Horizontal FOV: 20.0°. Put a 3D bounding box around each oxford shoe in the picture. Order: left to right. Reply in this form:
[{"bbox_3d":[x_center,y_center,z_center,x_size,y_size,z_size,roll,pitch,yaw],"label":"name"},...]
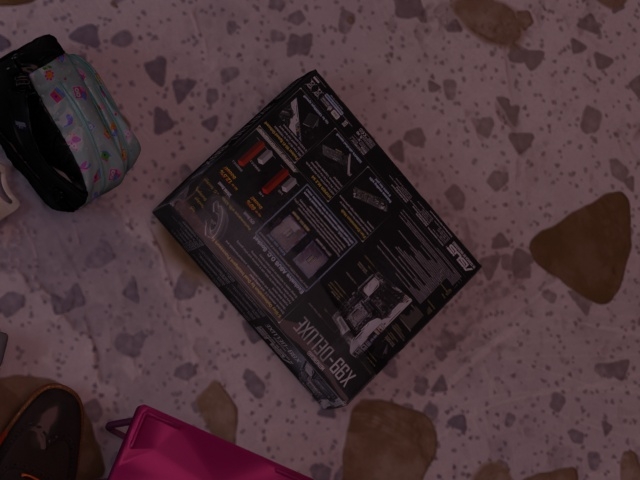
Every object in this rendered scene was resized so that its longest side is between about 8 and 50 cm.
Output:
[{"bbox_3d":[-0.304,0.277,1.889,0.097,0.098,0.271,22,75,-18],"label":"oxford shoe"}]

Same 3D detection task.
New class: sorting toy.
[{"bbox_3d":[-0.363,-0.048,1.948,0.075,0.045,0.083,-21,90,-31],"label":"sorting toy"}]

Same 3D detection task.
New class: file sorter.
[{"bbox_3d":[-0.173,0.349,1.887,0.202,0.182,0.290,26,73,-16],"label":"file sorter"}]

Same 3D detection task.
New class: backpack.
[{"bbox_3d":[-0.280,-0.123,1.940,0.115,0.152,0.182,-38,103,-26],"label":"backpack"}]

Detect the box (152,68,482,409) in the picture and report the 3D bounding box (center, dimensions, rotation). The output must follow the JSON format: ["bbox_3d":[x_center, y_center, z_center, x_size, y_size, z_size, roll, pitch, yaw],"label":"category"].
[{"bbox_3d":[0.000,0.000,2.066,0.242,0.076,0.307,-45,99,-21],"label":"box"}]

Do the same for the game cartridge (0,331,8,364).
[{"bbox_3d":[-0.517,0.160,1.845,0.355,0.068,0.230,17,80,-19],"label":"game cartridge"}]
